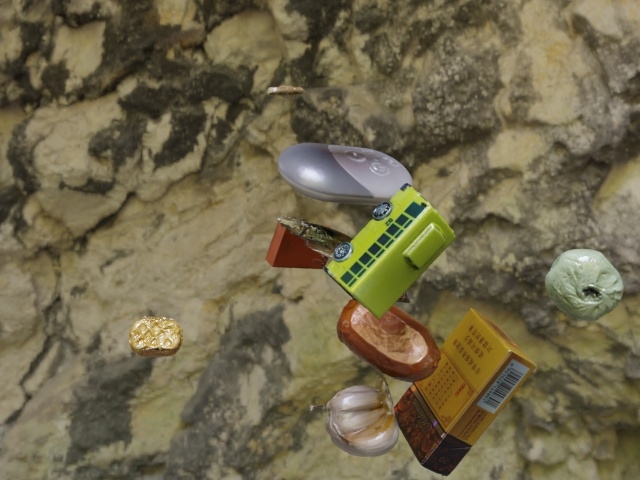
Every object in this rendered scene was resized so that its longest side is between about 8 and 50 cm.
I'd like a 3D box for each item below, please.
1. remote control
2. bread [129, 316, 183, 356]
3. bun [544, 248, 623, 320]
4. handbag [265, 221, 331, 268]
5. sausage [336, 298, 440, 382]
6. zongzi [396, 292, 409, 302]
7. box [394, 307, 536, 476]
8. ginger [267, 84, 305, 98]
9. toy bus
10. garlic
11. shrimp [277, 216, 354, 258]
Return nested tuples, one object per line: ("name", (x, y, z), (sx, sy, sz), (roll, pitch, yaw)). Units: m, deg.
("remote control", (0.060, -0.156, 1.749), (0.332, 0.221, 0.103), (1, -59, -22))
("bread", (-0.341, 0.199, 1.554), (0.110, 0.083, 0.044), (3, -18, -7))
("bun", (0.752, 0.133, 2.154), (0.221, 0.108, 0.221), (13, -59, 23))
("handbag", (-0.051, 0.016, 2.137), (0.190, 0.063, 0.127), (5, -64, -38))
("sausage", (0.164, 0.237, 1.795), (0.268, 0.153, 0.141), (31, -10, 19))
("zongzi", (0.235, 0.144, 2.275), (0.067, 0.073, 0.083), (-2, -76, -2))
("box", (0.393, 0.429, 2.134), (0.115, 0.264, 0.415), (29, -78, -25))
("ginger", (-0.084, -0.348, 1.740), (0.097, 0.030, 0.048), (-8, 1, -30))
("toy bus", (0.152, 0.023, 1.572), (0.262, 0.150, 0.128), (-46, -54, -1))
("garlic", (0.090, 0.395, 1.781), (0.207, 0.207, 0.257), (-22, -49, 28))
("shrimp", (0.001, -0.002, 1.836), (0.251, 0.143, 0.052), (18, -71, 14))
